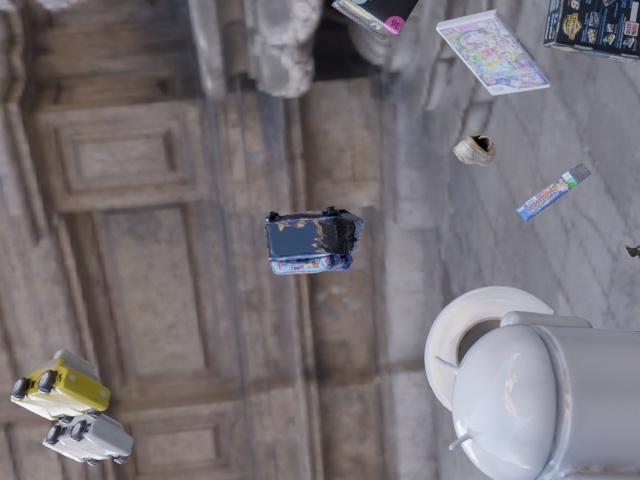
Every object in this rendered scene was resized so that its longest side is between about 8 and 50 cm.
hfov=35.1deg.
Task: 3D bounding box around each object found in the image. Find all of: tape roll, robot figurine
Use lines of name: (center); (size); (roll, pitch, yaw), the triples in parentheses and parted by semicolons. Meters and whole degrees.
tape roll: (0.321, 0.219, 1.775); (0.169, 0.246, 0.246); (42, -143, -59)
robot figurine: (0.317, 0.208, 1.270); (0.300, 0.354, 0.199); (-103, 22, -48)

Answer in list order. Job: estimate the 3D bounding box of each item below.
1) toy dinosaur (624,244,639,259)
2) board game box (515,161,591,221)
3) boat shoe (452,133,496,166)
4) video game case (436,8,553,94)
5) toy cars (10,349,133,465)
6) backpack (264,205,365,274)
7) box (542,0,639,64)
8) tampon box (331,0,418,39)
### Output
toy dinosaur: (0.770, 0.024, 2.183); (0.121, 0.160, 0.313); (27, -149, -44)
board game box: (0.491, -0.103, 2.116); (0.035, 0.136, 0.201); (54, -158, 6)
boat shoe: (0.349, -0.201, 2.196); (0.063, 0.059, 0.170); (51, -152, 14)
video game case: (0.200, -0.213, 1.161); (0.122, 0.087, 0.011); (41, -116, -32)
toy cars: (-0.382, 0.266, 1.609); (0.393, 0.177, 0.087); (90, -164, -60)
backpack: (0.000, 0.000, 1.848); (0.173, 0.158, 0.116); (-2, -93, -64)
box: (0.446, -0.392, 1.549); (0.051, 0.175, 0.220); (-155, 72, -78)
tampon box: (0.119, -0.463, 1.811); (0.161, 0.120, 0.101); (-60, 13, -3)
